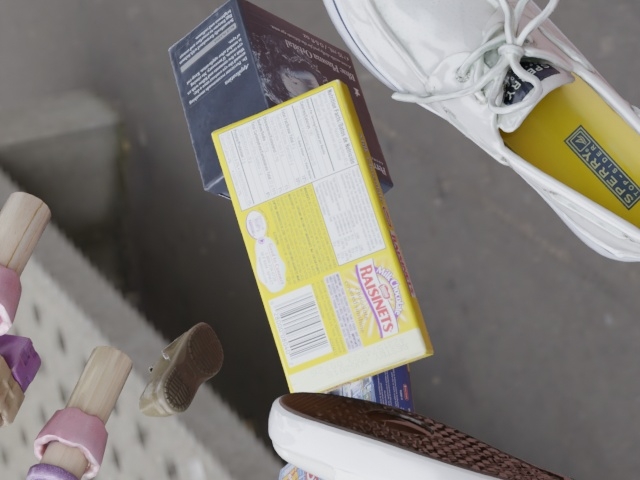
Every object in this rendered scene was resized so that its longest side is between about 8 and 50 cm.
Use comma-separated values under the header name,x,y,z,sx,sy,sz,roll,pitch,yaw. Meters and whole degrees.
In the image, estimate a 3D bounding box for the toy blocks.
name,x,y,z,sx,sy,sz,roll,pitch,yaw
toy blocks,-0.375,0.133,1.709,0.309,0.260,0.288,4,141,24

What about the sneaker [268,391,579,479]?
name,x,y,z,sx,sy,sz,roll,pitch,yaw
sneaker,0.091,0.190,1.166,0.106,0.290,0.123,-63,-5,-80

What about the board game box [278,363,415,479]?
name,x,y,z,sx,sy,sz,roll,pitch,yaw
board game box,0.015,0.195,1.759,0.194,0.060,0.194,-45,43,47

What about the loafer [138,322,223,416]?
name,x,y,z,sx,sy,sz,roll,pitch,yaw
loafer,-0.143,0.130,1.905,0.050,0.148,0.056,-20,104,26

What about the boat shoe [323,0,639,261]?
name,x,y,z,sx,sy,sz,roll,pitch,yaw
boat shoe,0.149,-0.119,1.454,0.367,0.136,0.156,45,176,-1

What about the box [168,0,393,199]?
name,x,y,z,sx,sy,sz,roll,pitch,yaw
box,-0.035,-0.106,1.657,0.093,0.156,0.158,-36,54,28

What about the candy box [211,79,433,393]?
name,x,y,z,sx,sy,sz,roll,pitch,yaw
candy box,0.000,0.000,1.343,0.027,0.105,0.206,19,-128,-71
